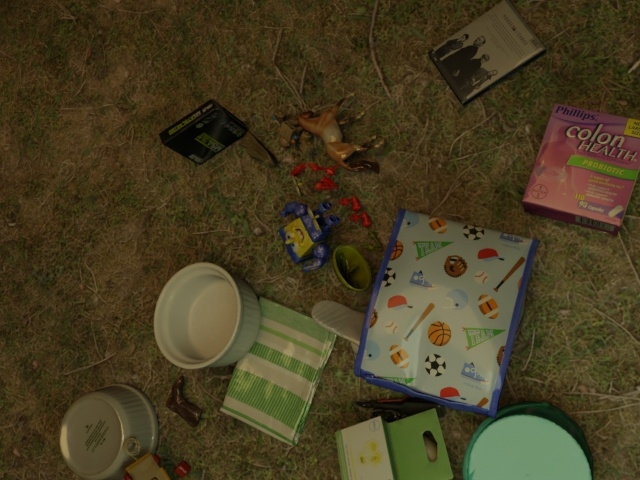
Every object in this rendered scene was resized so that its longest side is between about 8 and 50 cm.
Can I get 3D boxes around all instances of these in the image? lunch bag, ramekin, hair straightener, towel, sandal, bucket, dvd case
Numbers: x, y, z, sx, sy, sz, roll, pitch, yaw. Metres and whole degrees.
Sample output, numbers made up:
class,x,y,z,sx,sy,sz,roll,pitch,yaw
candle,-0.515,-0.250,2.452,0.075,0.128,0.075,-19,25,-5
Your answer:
class,x,y,z,sx,sy,sz,roll,pitch,yaw
lunch bag,0.277,0.168,1.434,0.328,0.239,0.385,12,68,18
ramekin,-0.292,0.206,1.707,0.277,0.135,0.277,-8,73,26
hair straightener,0.182,0.403,1.529,0.231,0.089,0.047,-3,116,20
towel,-0.112,0.337,1.683,0.248,0.038,0.324,18,87,24
sandal,0.100,0.231,1.599,0.265,0.076,0.102,27,60,12
bucket,0.442,0.483,1.364,0.281,0.183,0.281,-4,78,20
dvd case,0.420,-0.480,1.641,0.239,0.029,0.179,-32,70,12
ramekin,-0.595,0.534,1.779,0.273,0.127,0.272,-4,78,20

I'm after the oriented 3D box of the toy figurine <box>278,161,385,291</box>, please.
class,x,y,z,sx,sy,sz,roll,pitch,yaw
toy figurine,0.000,0.000,1.680,0.217,0.191,0.362,-40,74,42

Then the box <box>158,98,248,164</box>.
class,x,y,z,sx,sy,sz,roll,pitch,yaw
box,-0.323,-0.299,1.801,0.184,0.191,0.045,-32,69,12

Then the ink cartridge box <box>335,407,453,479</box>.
class,x,y,z,sx,sy,sz,roll,pitch,yaw
ink cartridge box,0.156,0.473,1.425,0.235,0.056,0.171,-25,45,17

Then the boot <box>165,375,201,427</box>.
class,x,y,z,sx,sy,sz,roll,pitch,yaw
boot,-0.360,0.440,1.756,0.114,0.037,0.106,28,104,26

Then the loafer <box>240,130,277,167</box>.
class,x,y,z,sx,sy,sz,roll,pitch,yaw
loafer,-0.174,-0.247,1.811,0.050,0.056,0.148,-45,58,8

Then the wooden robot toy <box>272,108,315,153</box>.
class,x,y,z,sx,sy,sz,roll,pitch,yaw
wooden robot toy,-0.080,-0.287,1.788,0.173,0.076,0.079,45,132,22

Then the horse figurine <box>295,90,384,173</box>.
class,x,y,z,sx,sy,sz,roll,pitch,yaw
horse figurine,0.059,-0.278,1.711,0.175,0.066,0.263,-26,70,-2

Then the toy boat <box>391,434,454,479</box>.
class,x,y,z,sx,sy,sz,roll,pitch,yaw
toy boat,0.157,0.585,1.479,0.318,0.148,0.267,-28,45,12

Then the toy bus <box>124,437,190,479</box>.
class,x,y,z,sx,sy,sz,roll,pitch,yaw
toy bus,-0.456,0.647,1.695,0.104,0.191,0.202,-40,36,48

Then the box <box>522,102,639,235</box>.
class,x,y,z,sx,sy,sz,roll,pitch,yaw
box,0.604,-0.161,1.463,0.214,0.117,0.242,19,86,23
